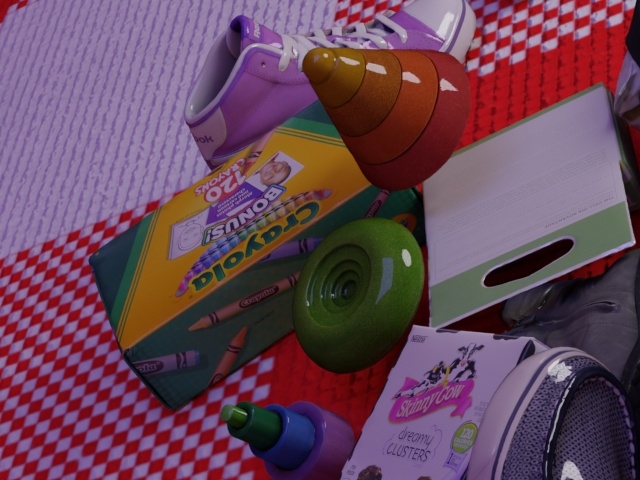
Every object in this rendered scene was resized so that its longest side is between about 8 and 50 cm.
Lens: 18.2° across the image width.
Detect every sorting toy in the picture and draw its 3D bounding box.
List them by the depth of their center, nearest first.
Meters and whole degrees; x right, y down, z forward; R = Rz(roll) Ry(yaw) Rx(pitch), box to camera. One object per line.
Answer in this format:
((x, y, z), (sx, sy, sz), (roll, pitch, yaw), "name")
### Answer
((0.000, 0.000, 1.515), (0.127, 0.126, 0.366), (1, 70, 47), "sorting toy")

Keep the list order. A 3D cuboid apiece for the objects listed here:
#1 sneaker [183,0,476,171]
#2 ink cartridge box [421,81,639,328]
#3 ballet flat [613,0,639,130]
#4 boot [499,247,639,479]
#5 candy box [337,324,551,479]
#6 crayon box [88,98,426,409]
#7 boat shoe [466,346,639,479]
((0.005, -0.162, 1.789), (0.282, 0.161, 0.102), (-41, 32, -9), "sneaker")
((0.164, -0.014, 1.539), (0.171, 0.056, 0.235), (-25, 31, 16), "ink cartridge box")
((0.274, -0.102, 1.520), (0.096, 0.095, 0.280), (-46, 32, 28), "ballet flat")
((0.182, 0.102, 1.385), (0.161, 0.083, 0.246), (-23, 27, 32), "boot")
((0.082, 0.159, 1.321), (0.196, 0.070, 0.165), (-63, 22, -12), "candy box")
((-0.052, 0.003, 1.705), (0.278, 0.081, 0.165), (-34, 33, 3), "crayon box")
((0.166, 0.199, 1.116), (0.158, 0.127, 0.341), (-25, 44, 45), "boat shoe")
